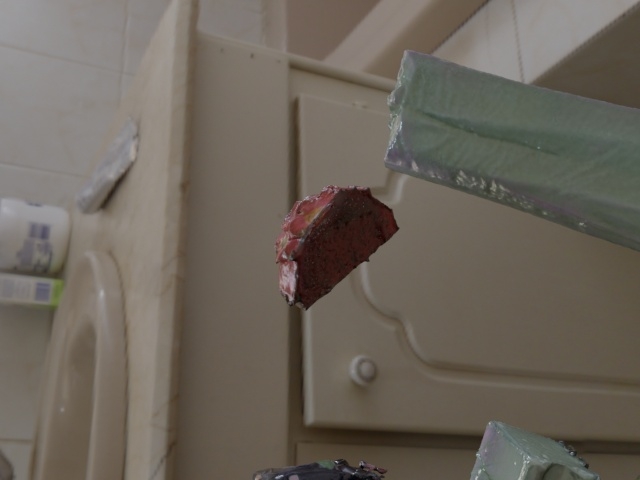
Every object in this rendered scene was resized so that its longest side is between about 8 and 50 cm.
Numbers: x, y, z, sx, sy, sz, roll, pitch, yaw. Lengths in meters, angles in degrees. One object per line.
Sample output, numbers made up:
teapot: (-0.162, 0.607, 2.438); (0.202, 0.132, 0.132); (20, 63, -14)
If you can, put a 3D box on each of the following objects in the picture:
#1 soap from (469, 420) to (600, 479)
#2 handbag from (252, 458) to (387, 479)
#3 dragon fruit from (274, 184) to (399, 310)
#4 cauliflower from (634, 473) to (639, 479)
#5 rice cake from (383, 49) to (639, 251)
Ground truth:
soap: (0.201, 0.342, 0.874); (0.150, 0.094, 0.262); (-100, 28, -86)
handbag: (0.011, 0.319, 0.672); (0.113, 0.162, 0.260); (-24, 78, 63)
dragon fruit: (0.000, 0.000, 1.386); (0.261, 0.163, 0.189); (-42, 12, -29)
cauliflower: (0.460, 0.348, 0.848); (0.315, 0.256, 0.239); (-119, 23, -64)
rice cake: (0.138, -0.050, 0.475); (0.221, 0.042, 0.080); (20, 95, 23)
